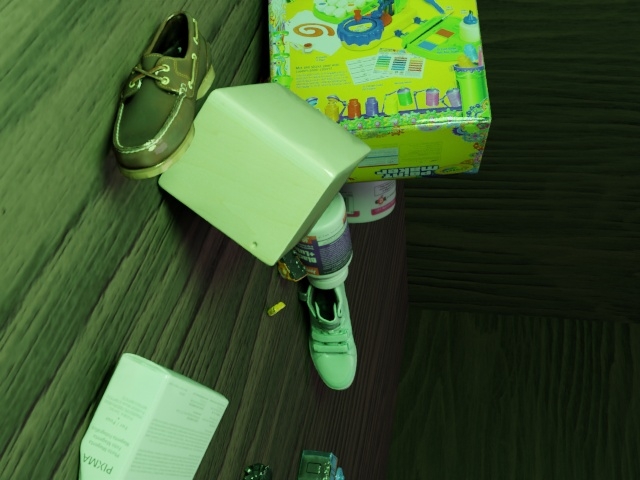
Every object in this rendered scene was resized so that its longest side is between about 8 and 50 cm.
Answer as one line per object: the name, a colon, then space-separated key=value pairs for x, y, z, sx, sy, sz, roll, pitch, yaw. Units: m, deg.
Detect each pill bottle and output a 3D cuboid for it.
pill bottle: x=0.067 y=-0.191 z=1.519 sx=0.160 sy=0.160 sz=0.283 roll=-67 pitch=157 yaw=-59
pill bottle: x=0.000 y=0.000 z=1.371 sx=0.193 sy=0.108 sz=0.108 roll=77 pitch=19 yaw=-51

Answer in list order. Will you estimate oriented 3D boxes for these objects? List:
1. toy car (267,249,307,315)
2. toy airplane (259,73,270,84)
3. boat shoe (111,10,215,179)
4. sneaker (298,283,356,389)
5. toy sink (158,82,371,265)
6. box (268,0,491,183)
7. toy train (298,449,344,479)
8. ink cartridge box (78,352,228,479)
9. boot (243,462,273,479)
toy car: x=-0.070 y=0.068 z=1.273 sx=0.040 sy=0.060 sz=0.122 roll=-35 pitch=-166 yaw=48
toy airplane: x=-0.076 y=-0.178 z=1.153 sx=0.151 sy=0.028 sz=0.151 roll=-1 pitch=90 yaw=-83
boat shoe: x=-0.150 y=-0.141 z=0.717 sx=0.207 sy=0.073 sz=0.073 roll=-85 pitch=169 yaw=-48
sneaker: x=0.012 y=0.180 z=1.501 sx=0.151 sy=0.094 sz=0.256 roll=-40 pitch=122 yaw=-82
toy sink: x=-0.055 y=-0.083 z=0.889 sx=0.131 sy=0.152 sz=0.234 roll=-55 pitch=178 yaw=19
box: x=0.080 y=-0.246 z=1.128 sx=0.177 sy=0.289 sz=0.279 roll=74 pitch=13 yaw=-71
toy train: x=-0.008 y=0.513 z=1.548 sx=0.105 sy=0.080 sz=0.184 roll=58 pitch=38 yaw=-55
ink cartridge box: x=-0.182 y=0.238 z=0.745 sx=0.232 sy=0.066 sz=0.189 roll=-62 pitch=162 yaw=-12
boot: x=-0.096 y=0.405 z=1.170 sx=0.099 sy=0.045 sz=0.121 roll=-79 pitch=166 yaw=-49
